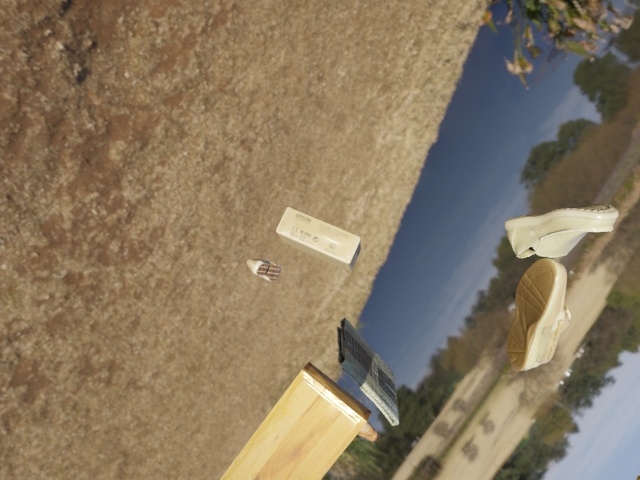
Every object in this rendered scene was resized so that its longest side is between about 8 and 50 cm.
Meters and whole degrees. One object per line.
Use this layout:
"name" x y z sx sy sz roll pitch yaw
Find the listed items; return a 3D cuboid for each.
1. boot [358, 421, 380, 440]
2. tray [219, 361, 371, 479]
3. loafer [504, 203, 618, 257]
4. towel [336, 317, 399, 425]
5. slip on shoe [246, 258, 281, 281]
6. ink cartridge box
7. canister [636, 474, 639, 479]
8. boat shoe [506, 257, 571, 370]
"boot" 0.140 0.740 2.473 0.073 0.197 0.152 -53 126 -14
"tray" -0.074 0.534 1.563 0.411 0.202 0.076 -55 171 14
"loafer" 0.469 -0.014 1.200 0.101 0.092 0.268 -8 178 -19
"towel" 0.159 0.454 2.151 0.056 0.324 0.312 -35 -164 15
"slip on shoe" -0.150 0.075 1.629 0.052 0.041 0.135 -63 154 3
"ink cartridge box" 0.000 0.000 1.824 0.193 0.234 0.088 66 48 -80
"canister" 0.818 0.663 1.547 0.169 0.073 0.126 -20 -178 -27
"boat shoe" 0.559 0.182 1.539 0.110 0.122 0.341 -6 129 -13
